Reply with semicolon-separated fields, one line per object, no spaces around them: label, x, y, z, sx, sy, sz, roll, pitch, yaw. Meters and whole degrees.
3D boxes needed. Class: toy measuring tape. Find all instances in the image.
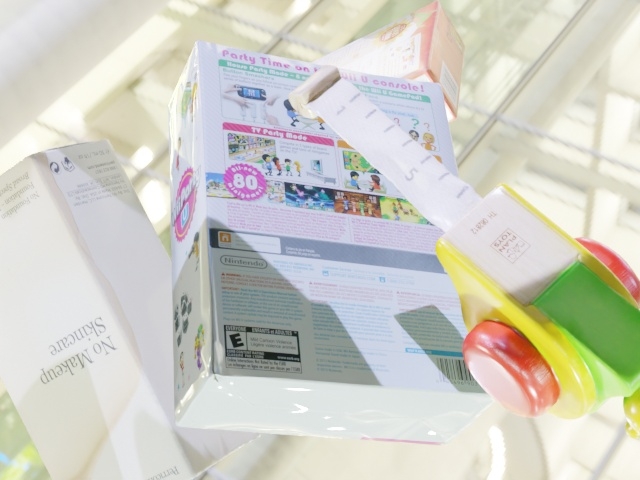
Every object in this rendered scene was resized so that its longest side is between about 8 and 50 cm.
toy measuring tape;0.104;0.017;0.821;0.330;0.121;0.121;42;-29;22

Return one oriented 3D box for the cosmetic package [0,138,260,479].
cosmetic package;-0.205;0.083;1.133;0.160;0.113;0.309;-31;-95;31

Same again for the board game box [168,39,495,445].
board game box;0.000;0.000;0.995;0.224;0.303;0.097;8;-34;-20

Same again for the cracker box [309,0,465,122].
cracker box;0.030;-0.140;1.283;0.232;0.156;0.067;-22;-61;24
